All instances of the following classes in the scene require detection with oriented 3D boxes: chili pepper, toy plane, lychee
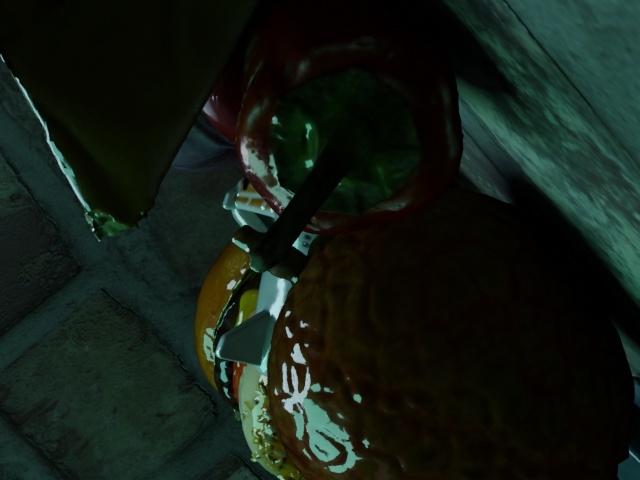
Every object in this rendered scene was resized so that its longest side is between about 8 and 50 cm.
[{"bbox_3d":[0.017,-0.070,0.951,0.131,0.134,0.338,19,-168,-16],"label":"chili pepper"},{"bbox_3d":[0.000,0.000,1.414,0.117,0.245,0.245,15,-158,-39],"label":"toy plane"},{"bbox_3d":[0.072,0.078,1.184,0.300,0.255,0.255,21,168,21],"label":"lychee"}]

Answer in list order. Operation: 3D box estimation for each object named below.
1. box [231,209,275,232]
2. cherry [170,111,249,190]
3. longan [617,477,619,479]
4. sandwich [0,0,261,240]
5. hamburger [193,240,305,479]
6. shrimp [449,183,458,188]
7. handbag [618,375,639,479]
[{"bbox_3d":[0.045,-0.006,1.593,0.227,0.162,0.130,49,-171,13],"label":"box"},{"bbox_3d":[-0.097,-0.154,1.400,0.213,0.183,0.266,116,129,-79],"label":"cherry"},{"bbox_3d":[0.208,0.248,1.774,0.248,0.248,0.248,49,179,2],"label":"longan"},{"bbox_3d":[-0.098,-0.151,1.005,0.227,0.198,0.155,64,176,-18],"label":"sandwich"},{"bbox_3d":[0.027,0.120,2.016,0.330,0.330,0.250,50,-176,-42],"label":"hamburger"},{"bbox_3d":[0.080,-0.002,1.460,0.236,0.133,0.053,4,161,44],"label":"shrimp"},{"bbox_3d":[0.309,0.215,1.369,0.179,0.062,0.229,43,175,42],"label":"handbag"}]
